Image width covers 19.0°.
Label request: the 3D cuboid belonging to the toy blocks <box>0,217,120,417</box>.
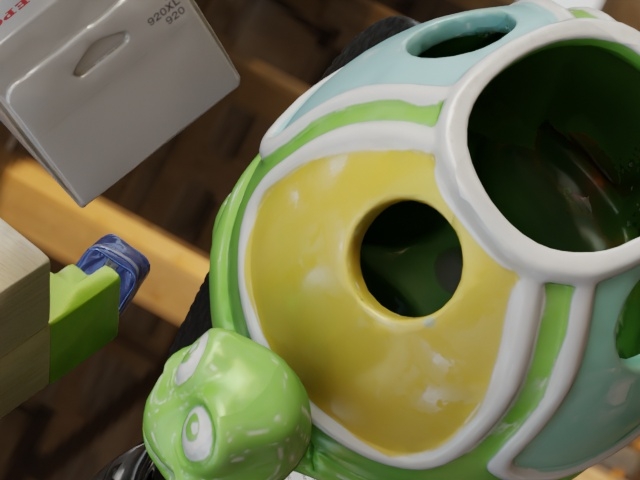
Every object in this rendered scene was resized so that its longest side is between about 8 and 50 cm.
[{"bbox_3d":[-0.320,0.039,0.889,0.381,0.261,0.191,-36,-29,-33],"label":"toy blocks"}]

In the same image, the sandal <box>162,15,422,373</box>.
[{"bbox_3d":[-0.001,0.000,1.570,0.446,0.107,0.167,-58,24,33],"label":"sandal"}]

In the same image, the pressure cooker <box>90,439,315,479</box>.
[{"bbox_3d":[-0.018,0.340,1.345,0.420,0.370,0.375,44,-117,-36],"label":"pressure cooker"}]

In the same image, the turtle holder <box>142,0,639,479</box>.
[{"bbox_3d":[0.054,0.003,0.923,0.227,0.320,0.243,128,135,-62],"label":"turtle holder"}]

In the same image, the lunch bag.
[{"bbox_3d":[-0.231,0.049,2.004,0.098,0.067,0.065,-58,-4,19],"label":"lunch bag"}]

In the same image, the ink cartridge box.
[{"bbox_3d":[-0.212,-0.175,1.534,0.171,0.233,0.168,-40,-50,-6],"label":"ink cartridge box"}]
